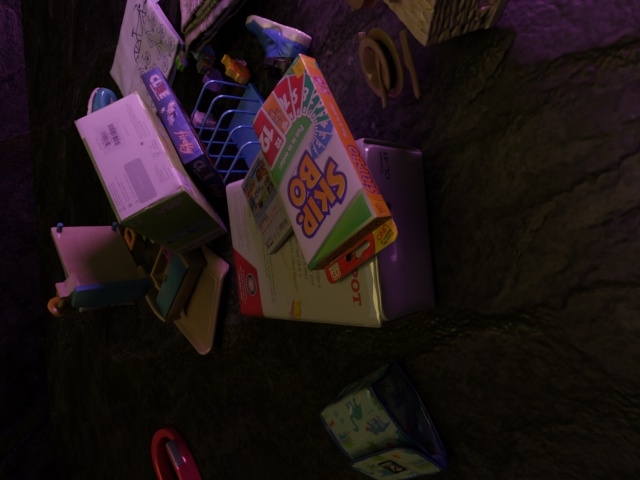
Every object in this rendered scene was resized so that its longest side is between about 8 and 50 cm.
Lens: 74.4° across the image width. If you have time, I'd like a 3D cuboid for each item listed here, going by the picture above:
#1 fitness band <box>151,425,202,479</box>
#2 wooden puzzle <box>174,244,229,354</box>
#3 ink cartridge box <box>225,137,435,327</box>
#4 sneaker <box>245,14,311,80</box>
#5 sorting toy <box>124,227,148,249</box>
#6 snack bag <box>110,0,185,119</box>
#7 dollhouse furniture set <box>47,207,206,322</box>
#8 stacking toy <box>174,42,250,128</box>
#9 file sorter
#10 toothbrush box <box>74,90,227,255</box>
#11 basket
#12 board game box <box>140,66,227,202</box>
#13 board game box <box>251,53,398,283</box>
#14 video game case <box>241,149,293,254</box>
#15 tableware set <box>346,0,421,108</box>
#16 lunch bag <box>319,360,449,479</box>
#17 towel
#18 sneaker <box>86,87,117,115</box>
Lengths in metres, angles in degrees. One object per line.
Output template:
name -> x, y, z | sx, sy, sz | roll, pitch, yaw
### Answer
fitness band -> -0.418, 0.690, 1.231 | 0.291, 0.054, 0.209 | 54, 133, 27
wooden puzzle -> -0.300, 0.121, 1.028 | 0.221, 0.044, 0.239 | 33, 114, 38
ink cartridge box -> 0.000, 0.000, 0.629 | 0.306, 0.131, 0.226 | -5, 90, 45
sneaker -> -0.085, -0.324, 0.718 | 0.152, 0.058, 0.085 | 34, 111, 30
sorting toy -> -0.513, -0.117, 1.146 | 0.196, 0.047, 0.348 | 38, 122, 35
snack bag -> -0.475, -0.479, 1.112 | 0.343, 0.037, 0.323 | 57, 132, 23
dollhouse furniture set -> -0.468, 0.056, 0.937 | 0.286, 0.303, 0.198 | 49, 123, 27
stacking toy -> -0.229, -0.361, 0.869 | 0.167, 0.052, 0.221 | -38, 65, 40
file sorter -> -0.151, -0.192, 0.775 | 0.170, 0.104, 0.118 | 57, 132, 22
toothbrush box -> -0.306, -0.109, 0.814 | 0.206, 0.122, 0.283 | 61, 177, 11
basket -> 0.118, -0.308, 0.448 | 0.167, 0.103, 0.113 | 61, 172, 21
board game box -> -0.275, -0.214, 0.872 | 0.243, 0.042, 0.165 | 59, 176, 21
board game box -> -0.006, -0.085, 0.514 | 0.124, 0.039, 0.260 | -41, 65, 40
video game case -> -0.075, -0.052, 0.591 | 0.087, 0.011, 0.122 | -47, 61, 49
tableware set -> 0.052, -0.262, 0.508 | 0.194, 0.039, 0.128 | 67, 171, -29
lunch bag -> 0.092, 0.278, 0.613 | 0.151, 0.096, 0.129 | 54, 129, 7
towel -> -0.184, -0.552, 0.751 | 0.312, 0.056, 0.325 | -19, 77, 41
sneaker -> -0.603, -0.312, 1.247 | 0.109, 0.107, 0.276 | -4, 98, 27
